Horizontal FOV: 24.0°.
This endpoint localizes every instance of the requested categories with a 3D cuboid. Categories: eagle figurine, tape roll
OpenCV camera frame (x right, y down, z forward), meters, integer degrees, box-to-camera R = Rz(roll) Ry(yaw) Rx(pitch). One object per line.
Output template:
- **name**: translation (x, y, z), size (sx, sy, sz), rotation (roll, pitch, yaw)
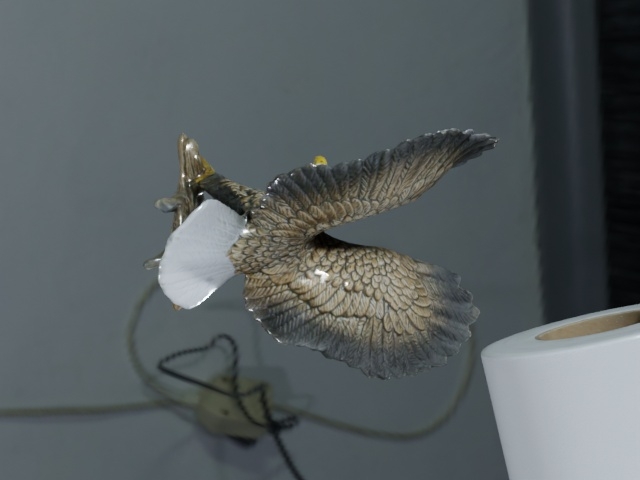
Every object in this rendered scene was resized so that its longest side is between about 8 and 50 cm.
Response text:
- **eagle figurine**: translation (0.003, -0.009, 1.383), size (0.226, 0.298, 0.225), rotation (74, 30, -69)
- **tape roll**: translation (0.294, 0.163, 1.482), size (0.246, 0.246, 0.169), rotation (-15, 93, -33)
